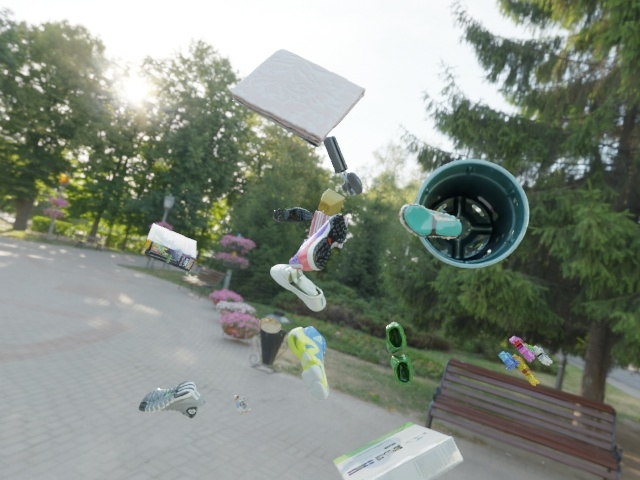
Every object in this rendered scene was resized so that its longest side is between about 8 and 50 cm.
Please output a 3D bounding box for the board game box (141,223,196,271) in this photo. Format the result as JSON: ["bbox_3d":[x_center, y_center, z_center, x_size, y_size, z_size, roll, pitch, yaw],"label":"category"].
[{"bbox_3d":[-0.438,0.018,1.236,0.141,0.048,0.170,24,10,-22],"label":"board game box"}]

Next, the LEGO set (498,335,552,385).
[{"bbox_3d":[0.592,0.353,1.203,0.227,0.087,0.093,24,26,-41],"label":"LEGO set"}]

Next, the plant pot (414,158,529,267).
[{"bbox_3d":[0.494,-0.065,1.460,0.340,0.342,0.334,12,-4,14],"label":"plant pot"}]

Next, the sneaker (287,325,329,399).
[{"bbox_3d":[-0.009,0.386,1.375,0.091,0.240,0.126,-28,-8,42],"label":"sneaker"}]

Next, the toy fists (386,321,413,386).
[{"bbox_3d":[0.350,0.507,1.888,0.096,0.279,0.142,-15,-14,15],"label":"toy fists"}]

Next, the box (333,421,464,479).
[{"bbox_3d":[0.159,0.506,0.968,0.232,0.059,0.322,-22,-14,-11],"label":"box"}]

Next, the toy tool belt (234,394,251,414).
[{"bbox_3d":[-0.326,0.683,1.772,0.051,0.083,0.052,-21,-15,-6],"label":"toy tool belt"}]

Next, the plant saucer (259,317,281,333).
[{"bbox_3d":[-0.186,0.315,1.548,0.083,0.015,0.083,15,25,-7],"label":"plant saucer"}]

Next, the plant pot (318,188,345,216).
[{"bbox_3d":[0.035,-0.142,1.677,0.081,0.082,0.083,31,37,17],"label":"plant pot"}]

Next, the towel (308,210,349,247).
[{"bbox_3d":[0.037,-0.051,1.908,0.197,0.144,0.029,14,-1,37],"label":"towel"}]

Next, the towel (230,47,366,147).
[{"bbox_3d":[-0.064,-0.464,1.340,0.331,0.317,0.053,30,-33,7],"label":"towel"}]

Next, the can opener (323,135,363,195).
[{"bbox_3d":[0.107,-0.329,1.839,0.095,0.284,0.076,-19,5,34],"label":"can opener"}]

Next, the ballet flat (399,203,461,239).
[{"bbox_3d":[0.295,-0.047,1.190,0.240,0.091,0.077,14,-2,-32],"label":"ballet flat"}]

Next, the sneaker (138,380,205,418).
[{"bbox_3d":[-0.486,0.556,1.408,0.228,0.086,0.132,-21,-62,19],"label":"sneaker"}]

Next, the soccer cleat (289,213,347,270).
[{"bbox_3d":[0.000,0.000,1.477,0.116,0.109,0.318,-9,26,30],"label":"soccer cleat"}]

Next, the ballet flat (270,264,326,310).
[{"bbox_3d":[-0.117,0.217,2.250,0.400,0.139,0.139,37,9,31],"label":"ballet flat"}]

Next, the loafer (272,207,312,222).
[{"bbox_3d":[-0.122,-0.106,1.814,0.169,0.062,0.061,4,-12,-18],"label":"loafer"}]
